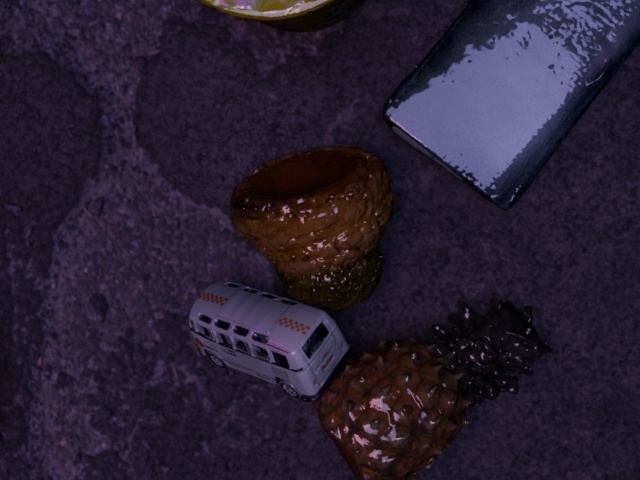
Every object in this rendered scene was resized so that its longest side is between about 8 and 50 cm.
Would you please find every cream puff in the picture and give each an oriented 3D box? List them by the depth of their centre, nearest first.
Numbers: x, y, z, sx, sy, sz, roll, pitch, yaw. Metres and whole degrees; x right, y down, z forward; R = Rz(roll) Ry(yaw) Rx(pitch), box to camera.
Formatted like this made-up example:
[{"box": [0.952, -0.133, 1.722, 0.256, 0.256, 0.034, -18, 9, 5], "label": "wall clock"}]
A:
[{"box": [0.000, 0.000, 0.992, 0.183, 0.183, 0.169, -12, 115, 7], "label": "cream puff"}]

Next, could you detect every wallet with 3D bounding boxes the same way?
[{"box": [0.252, -0.231, 0.997, 0.190, 0.046, 0.379, 38, 95, 3], "label": "wallet"}]

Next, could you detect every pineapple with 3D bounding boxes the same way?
[{"box": [0.136, 0.160, 0.982, 0.278, 0.158, 0.158, -28, 88, -4], "label": "pineapple"}]

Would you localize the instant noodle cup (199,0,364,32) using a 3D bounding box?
[{"box": [-0.040, -0.343, 0.950, 0.264, 0.200, 0.264, 0, 91, 7], "label": "instant noodle cup"}]

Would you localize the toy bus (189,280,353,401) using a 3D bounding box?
[{"box": [-0.066, 0.103, 0.984, 0.194, 0.089, 0.087, 15, 53, 37], "label": "toy bus"}]
